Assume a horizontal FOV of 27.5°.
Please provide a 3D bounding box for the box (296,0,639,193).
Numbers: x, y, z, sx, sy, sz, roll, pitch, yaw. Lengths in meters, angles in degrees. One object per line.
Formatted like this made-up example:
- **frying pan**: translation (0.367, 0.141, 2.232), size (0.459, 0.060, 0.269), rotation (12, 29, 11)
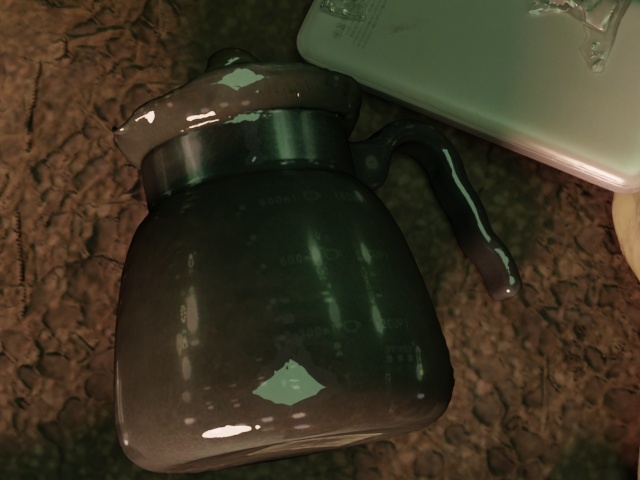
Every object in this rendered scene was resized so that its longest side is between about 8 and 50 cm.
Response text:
- **box**: translation (0.133, -0.147, 0.976), size (0.285, 0.044, 0.142), rotation (24, 80, 12)

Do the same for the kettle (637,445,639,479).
- **kettle**: translation (0.412, 0.213, 0.894), size (0.342, 0.319, 0.247), rotation (-1, 43, -10)

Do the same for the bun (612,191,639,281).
- **bun**: translation (0.338, -0.009, 0.971), size (0.237, 0.116, 0.210), rotation (7, 81, 21)

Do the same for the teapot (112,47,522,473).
- **teapot**: translation (-0.003, -0.004, 0.894), size (0.305, 0.223, 0.285), rotation (-10, 78, -5)
